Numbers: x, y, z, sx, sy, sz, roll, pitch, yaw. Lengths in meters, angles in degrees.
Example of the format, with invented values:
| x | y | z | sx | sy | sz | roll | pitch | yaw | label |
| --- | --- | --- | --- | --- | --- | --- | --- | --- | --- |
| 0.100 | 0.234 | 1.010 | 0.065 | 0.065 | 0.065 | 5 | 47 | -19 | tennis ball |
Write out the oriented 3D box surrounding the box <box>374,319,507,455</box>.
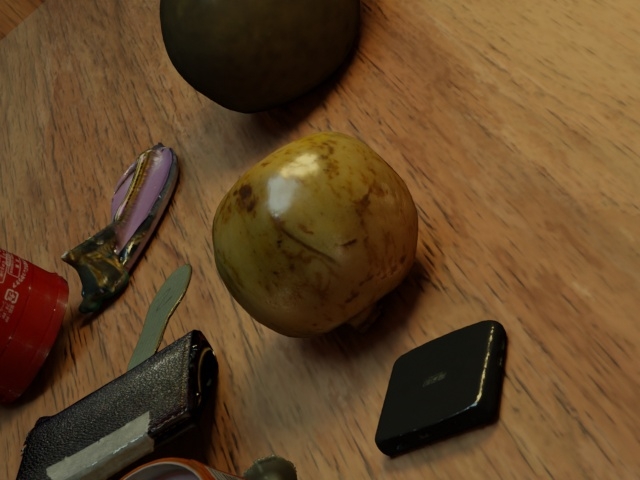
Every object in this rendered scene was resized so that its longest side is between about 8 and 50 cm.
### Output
| x | y | z | sx | sy | sz | roll | pitch | yaw | label |
| --- | --- | --- | --- | --- | --- | --- | --- | --- | --- |
| 0.112 | 0.134 | 1.347 | 0.126 | 0.027 | 0.125 | -25 | 29 | 32 | box |

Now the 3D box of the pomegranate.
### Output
| x | y | z | sx | sy | sz | roll | pitch | yaw | label |
| --- | --- | --- | --- | --- | --- | --- | --- | --- | --- |
| 0.000 | 0.000 | 1.514 | 0.215 | 0.215 | 0.215 | -32 | 29 | 20 | pomegranate |

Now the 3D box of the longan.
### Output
| x | y | z | sx | sy | sz | roll | pitch | yaw | label |
| --- | --- | --- | --- | --- | --- | --- | --- | --- | --- |
| -0.080 | -0.330 | 2.019 | 0.288 | 0.288 | 0.350 | -20 | 23 | 37 | longan |

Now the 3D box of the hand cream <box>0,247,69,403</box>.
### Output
| x | y | z | sx | sy | sz | roll | pitch | yaw | label |
| --- | --- | --- | --- | --- | --- | --- | --- | --- | --- |
| -0.430 | 0.109 | 1.941 | 0.193 | 0.125 | 0.193 | -48 | 25 | 31 | hand cream |

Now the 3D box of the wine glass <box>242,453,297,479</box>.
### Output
| x | y | z | sx | sy | sz | roll | pitch | yaw | label |
| --- | --- | --- | --- | --- | --- | --- | --- | --- | --- |
| 0.032 | 0.234 | 1.261 | 0.262 | 0.074 | 0.074 | 2 | 51 | 52 | wine glass |

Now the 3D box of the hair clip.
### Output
| x | y | z | sx | sy | sz | roll | pitch | yaw | label |
| --- | --- | --- | --- | --- | --- | --- | --- | --- | --- |
| -0.270 | -0.039 | 2.071 | 0.358 | 0.096 | 0.110 | -68 | 2 | -54 | hair clip |

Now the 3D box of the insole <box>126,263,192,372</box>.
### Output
| x | y | z | sx | sy | sz | roll | pitch | yaw | label |
| --- | --- | --- | --- | --- | --- | --- | --- | --- | --- |
| -0.202 | 0.097 | 1.836 | 0.064 | 0.004 | 0.188 | -23 | 32 | 35 | insole |

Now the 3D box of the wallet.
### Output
| x | y | z | sx | sy | sz | roll | pitch | yaw | label |
| --- | --- | --- | --- | --- | --- | --- | --- | --- | --- |
| -0.213 | 0.200 | 1.561 | 0.221 | 0.071 | 0.262 | -29 | 10 | 5 | wallet |

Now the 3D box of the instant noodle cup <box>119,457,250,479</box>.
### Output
| x | y | z | sx | sy | sz | roll | pitch | yaw | label |
| --- | --- | --- | --- | --- | --- | --- | --- | --- | --- |
| -0.073 | 0.287 | 1.122 | 0.250 | 0.192 | 0.250 | -30 | 43 | 33 | instant noodle cup |
